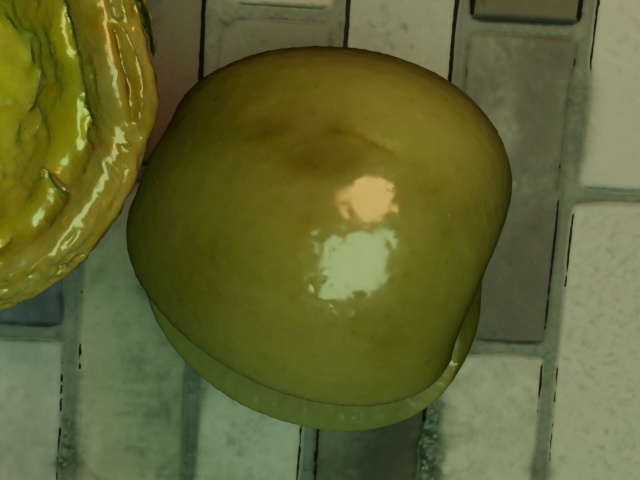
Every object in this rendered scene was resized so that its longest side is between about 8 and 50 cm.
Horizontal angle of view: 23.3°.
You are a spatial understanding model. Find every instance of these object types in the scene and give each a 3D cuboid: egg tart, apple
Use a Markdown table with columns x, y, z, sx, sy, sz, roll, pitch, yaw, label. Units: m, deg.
| x | y | z | sx | sy | sz | roll | pitch | yaw | label |
| --- | --- | --- | --- | --- | --- | --- | --- | --- | --- |
| -0.276 | -0.118 | 1.117 | 0.345 | 0.132 | 0.345 | 1 | 98 | 5 | egg tart |
| 0.000 | 0.000 | 1.120 | 0.254 | 0.292 | 0.292 | 23 | 99 | 9 | apple |
